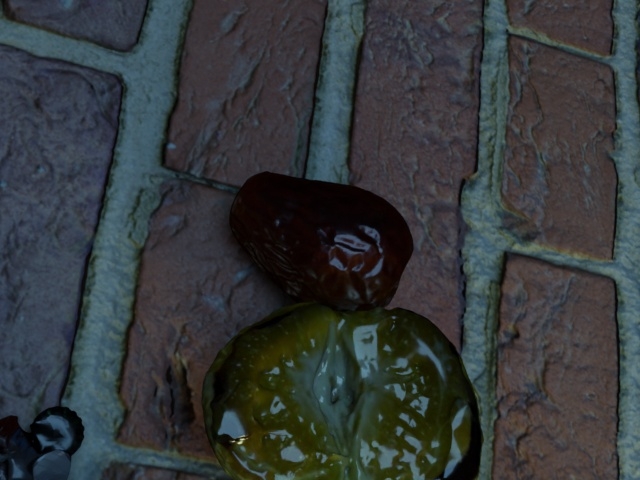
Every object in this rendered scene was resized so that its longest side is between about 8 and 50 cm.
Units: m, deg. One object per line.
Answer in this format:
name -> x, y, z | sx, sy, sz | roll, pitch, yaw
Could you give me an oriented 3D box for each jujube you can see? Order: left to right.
jujube -> 0.000, 0.000, 1.306 | 0.255, 0.190, 0.190 | 26, 64, 10

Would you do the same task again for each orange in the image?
orange -> 0.021, 0.223, 1.199 | 0.368, 0.210, 0.271 | 7, 67, -14

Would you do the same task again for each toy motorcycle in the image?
toy motorcycle -> -0.357, 0.299, 1.115 | 0.122, 0.082, 0.213 | 12, 67, -15
